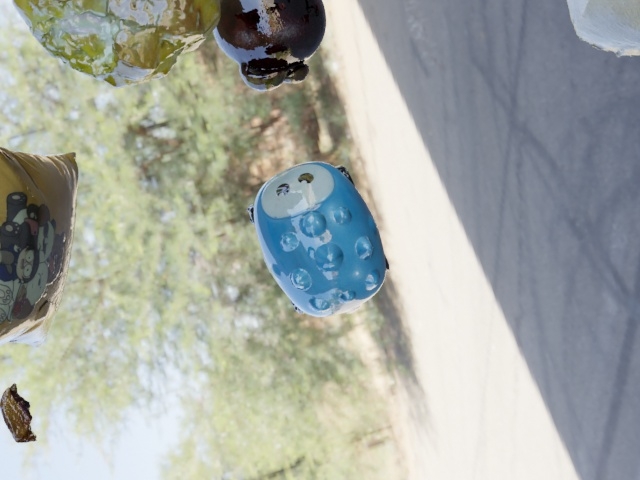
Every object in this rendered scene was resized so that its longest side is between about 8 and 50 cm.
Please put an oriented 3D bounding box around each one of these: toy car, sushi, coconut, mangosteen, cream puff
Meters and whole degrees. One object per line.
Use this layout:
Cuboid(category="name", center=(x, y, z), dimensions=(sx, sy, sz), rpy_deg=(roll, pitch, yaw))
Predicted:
Cuboid(category="toy car", center=(0.000, 0.000, 1.490), dimensions=(0.190, 0.188, 0.255), rpy_deg=(152, 94, -88))
Cuboid(category="sushi", center=(-0.485, 0.281, 1.521), dimensions=(0.099, 0.047, 0.050), rpy_deg=(65, 160, 3))
Cuboid(category="coconut", center=(0.473, -0.385, 1.410), dimensions=(0.227, 0.227, 0.231), rpy_deg=(80, -168, -60))
Cuboid(category="mangosteen", center=(-0.085, -0.369, 1.632), dimensions=(0.210, 0.209, 0.210), rpy_deg=(163, 90, -86))
Cuboid(category="cream puff", center=(-0.281, -0.345, 1.315), dimensions=(0.185, 0.281, 0.282), rpy_deg=(-147, 40, -72))

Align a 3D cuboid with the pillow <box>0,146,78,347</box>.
Cuboid(category="pillow", center=(-0.431, 0.015, 1.333), dimensions=(0.312, 0.119, 0.310), rpy_deg=(-3, -79, -84))
